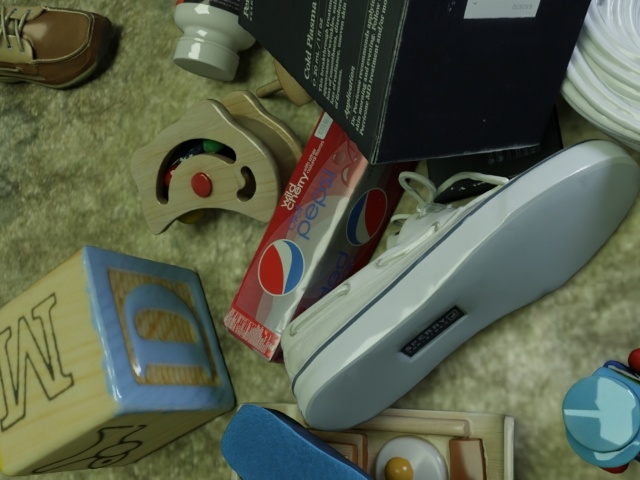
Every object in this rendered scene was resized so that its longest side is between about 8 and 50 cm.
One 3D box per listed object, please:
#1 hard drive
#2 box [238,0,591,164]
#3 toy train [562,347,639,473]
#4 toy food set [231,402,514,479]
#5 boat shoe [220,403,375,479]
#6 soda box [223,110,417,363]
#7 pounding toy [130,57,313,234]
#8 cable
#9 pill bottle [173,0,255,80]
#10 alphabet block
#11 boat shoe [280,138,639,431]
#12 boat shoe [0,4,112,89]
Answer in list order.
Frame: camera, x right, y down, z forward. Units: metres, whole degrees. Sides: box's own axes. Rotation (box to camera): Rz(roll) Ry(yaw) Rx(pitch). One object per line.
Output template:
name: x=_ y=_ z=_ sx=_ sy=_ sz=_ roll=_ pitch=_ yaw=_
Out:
hard drive: x=0.170 y=-0.097 z=0.710 sx=0.135 sy=0.022 sz=0.094 roll=-14 pitch=72 yaw=30
box: x=0.074 y=-0.292 z=0.590 sx=0.312 sy=0.179 sz=0.343 roll=53 pitch=144 yaw=44
toy train: x=0.293 y=0.172 z=0.497 sx=0.248 sy=0.143 sz=0.105 roll=32 pitch=98 yaw=34
toy food set: x=0.039 y=0.271 z=0.672 sx=0.306 sy=0.092 sz=0.220 roll=-5 pitch=77 yaw=32
boat shoe: x=0.018 y=0.224 z=0.611 sx=0.109 sy=0.089 sz=0.258 roll=-50 pitch=46 yaw=1
soda box: x=0.000 y=0.000 z=0.757 sx=0.083 sy=0.092 sz=0.263 roll=30 pitch=96 yaw=34
pounding toy: x=-0.085 y=-0.097 z=0.850 sx=0.269 sy=0.155 sz=0.154 roll=-28 pitch=94 yaw=35
cable: x=0.313 y=-0.188 z=0.581 sx=0.257 sy=0.089 sz=0.257 roll=28 pitch=88 yaw=29
pill bottle: x=-0.123 y=-0.308 z=0.895 sx=0.108 sy=0.108 sz=0.193 roll=12 pitch=86 yaw=34
alphabet block: x=-0.251 y=0.147 z=0.832 sx=0.197 sy=0.192 sz=0.193 roll=-32 pitch=62 yaw=22
boat shoe: x=0.108 y=0.013 z=0.667 sx=0.367 sy=0.136 sz=0.156 roll=-42 pitch=45 yaw=11
boat shoe: x=-0.471 y=-0.310 z=1.115 sx=0.324 sy=0.120 sz=0.123 roll=2 pitch=81 yaw=34
